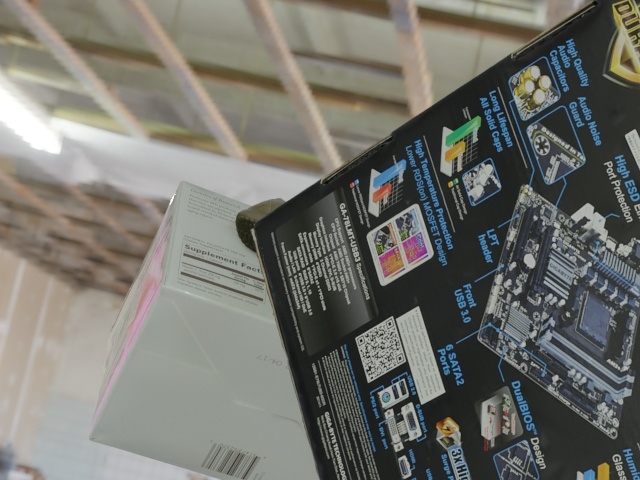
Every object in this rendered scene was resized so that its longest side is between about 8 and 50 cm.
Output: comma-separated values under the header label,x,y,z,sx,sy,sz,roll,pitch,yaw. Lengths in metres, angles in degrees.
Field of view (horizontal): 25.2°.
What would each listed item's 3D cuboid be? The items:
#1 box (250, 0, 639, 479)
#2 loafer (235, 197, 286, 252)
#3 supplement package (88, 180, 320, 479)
label,x,y,z,sx,sy,sz,roll,pitch,yaw
box,0.121,0.053,0.700,0.293,0.296,0.073,-33,-31,28
loafer,0.000,0.000,1.175,0.148,0.050,0.056,26,-37,21
supplement package,-0.045,0.102,1.277,0.261,0.145,0.204,20,-52,-14
